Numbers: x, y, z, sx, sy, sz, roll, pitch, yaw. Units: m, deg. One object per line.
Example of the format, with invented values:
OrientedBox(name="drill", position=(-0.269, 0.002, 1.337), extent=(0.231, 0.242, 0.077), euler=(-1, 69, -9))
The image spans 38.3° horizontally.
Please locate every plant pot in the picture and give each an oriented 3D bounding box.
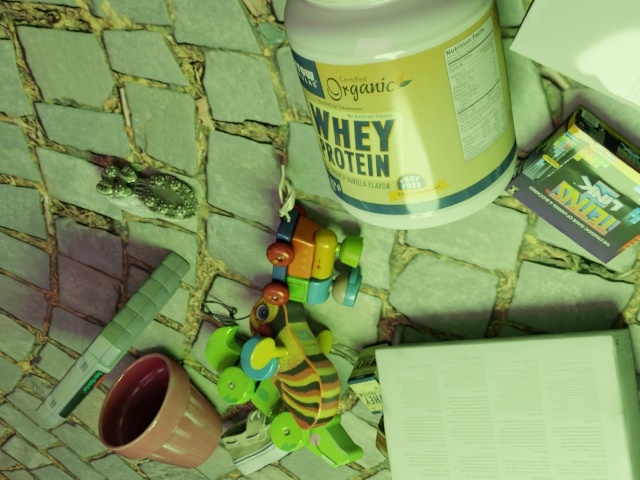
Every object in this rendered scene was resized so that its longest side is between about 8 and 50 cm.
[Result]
OrientedBox(name="plant pot", position=(-0.294, 0.345, 1.772), extent=(0.201, 0.201, 0.180), euler=(-17, 136, 38))

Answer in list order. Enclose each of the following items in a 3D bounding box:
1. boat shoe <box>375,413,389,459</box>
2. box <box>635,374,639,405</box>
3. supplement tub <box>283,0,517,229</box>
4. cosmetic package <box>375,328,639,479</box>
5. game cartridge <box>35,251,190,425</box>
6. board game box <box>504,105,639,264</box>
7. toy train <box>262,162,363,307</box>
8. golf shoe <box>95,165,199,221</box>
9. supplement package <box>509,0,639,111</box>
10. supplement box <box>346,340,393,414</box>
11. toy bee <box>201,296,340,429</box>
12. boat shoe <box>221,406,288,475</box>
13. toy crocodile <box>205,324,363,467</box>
OrientedBox(name="boat shoe", position=(0.256, 0.334, 1.520), extent=(0.324, 0.122, 0.120), euler=(13, 126, 11))
OrientedBox(name="box", position=(0.463, 0.281, 1.406), extent=(0.145, 0.038, 0.186), euler=(-5, 126, 32))
OrientedBox(name="supplement tub", position=(0.089, -0.195, 1.024), extent=(0.228, 0.228, 0.316), euler=(3, 131, 26))
OrientedBox(name="cosmetic package", position=(0.277, 0.286, 1.363), extent=(0.377, 0.097, 0.284), euler=(-8, 86, 34))
OrientedBox(name="game cartridge", position=(-0.368, 0.183, 1.619), extent=(0.068, 0.230, 0.355), euler=(38, 137, -9))
OrientedBox(name="board game box", position=(0.339, -0.065, 1.143), extent=(0.170, 0.048, 0.141), euler=(35, 136, -5))
OrientedBox(name="toy train", position=(0.000, 0.000, 1.354), extent=(0.143, 0.105, 0.248), euler=(12, 135, 3))
OrientedBox(name="golf shoe", position=(-0.268, -0.064, 1.472), extent=(0.176, 0.069, 0.086), euler=(21, 156, 14))
OrientedBox(name="supplement package", position=(0.329, -0.252, 0.899), extent=(0.203, 0.149, 0.194), euler=(27, 137, 4))
OrientedBox(name="supplement box", position=(0.100, 0.226, 1.514), extent=(0.056, 0.083, 0.083), euler=(-19, 119, 39))
OrientedBox(name="toy bee", position=(-0.065, 0.151, 1.482), extent=(0.298, 0.195, 0.162), euler=(37, 113, 8))
OrientedBox(name="boat shoe", position=(-0.099, 0.356, 1.726), extent=(0.094, 0.109, 0.302), euler=(45, 133, -1))
OrientedBox(name="toy crocodile", position=(-0.066, 0.267, 1.570), extent=(0.340, 0.115, 0.105), euler=(34, 102, 30))
